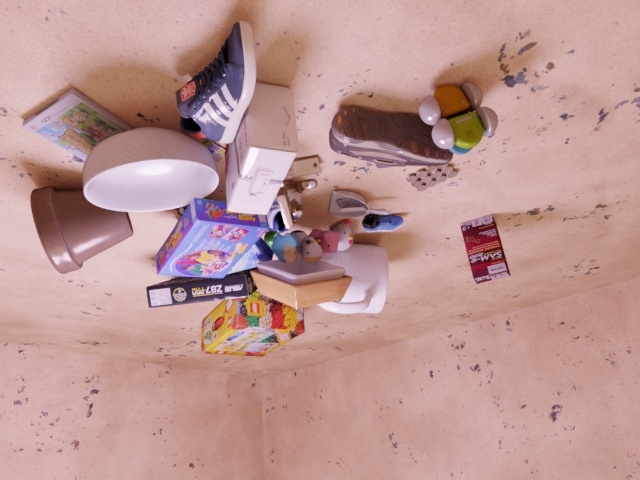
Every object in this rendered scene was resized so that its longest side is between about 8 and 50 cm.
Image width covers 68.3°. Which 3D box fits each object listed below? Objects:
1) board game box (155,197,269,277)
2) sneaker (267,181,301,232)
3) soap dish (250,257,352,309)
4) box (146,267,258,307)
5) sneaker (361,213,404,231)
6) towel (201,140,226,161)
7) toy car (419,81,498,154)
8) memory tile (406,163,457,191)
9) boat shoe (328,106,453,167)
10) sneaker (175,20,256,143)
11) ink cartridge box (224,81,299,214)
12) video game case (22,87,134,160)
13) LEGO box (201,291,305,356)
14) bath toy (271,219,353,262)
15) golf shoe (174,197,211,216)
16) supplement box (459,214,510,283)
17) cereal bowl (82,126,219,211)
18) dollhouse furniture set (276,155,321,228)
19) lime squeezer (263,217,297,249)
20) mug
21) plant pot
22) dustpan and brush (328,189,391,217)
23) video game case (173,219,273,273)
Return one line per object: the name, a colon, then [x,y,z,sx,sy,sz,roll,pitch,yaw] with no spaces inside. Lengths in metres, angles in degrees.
board game box: [-0.349,0.005,1.493,0.233,0.078,0.347,6,146,-37]
sneaker: [-0.161,-0.075,1.577,0.112,0.131,0.296,8,151,-29]
soap dish: [-0.069,0.138,1.597,0.229,0.118,0.291,-6,-170,-36]
box: [-0.455,0.185,1.922,0.395,0.097,0.318,-8,-176,4]
sneaker: [0.227,-0.069,1.735,0.152,0.058,0.084,-7,162,16]
towel: [-0.304,-0.253,1.335,0.060,0.009,0.083,-21,149,29]
toy car: [0.341,-0.297,1.194,0.159,0.182,0.136,-19,158,-5]
memory tile: [0.362,-0.211,1.537,0.148,0.012,0.113,-23,148,32]
boat shoe: [0.189,-0.270,1.295,0.355,0.132,0.130,12,159,-13]
sneaker: [-0.242,-0.338,1.051,0.148,0.131,0.350,1,152,-23]
ink cartridge box: [-0.160,-0.227,1.199,0.117,0.207,0.283,4,151,-21]
video game case: [-0.604,-0.281,1.212,0.193,0.023,0.212,-19,150,24]
LEGO box: [-0.365,0.448,2.476,0.372,0.193,0.500,11,148,-29]
bath toy: [0.000,0.000,1.678,0.348,0.151,0.129,-12,140,-45]
golf shoe: [-0.432,-0.112,1.495,0.198,0.094,0.077,17,146,-34]
supplement box: [0.629,0.033,1.809,0.130,0.239,0.073,-18,150,23]
cereal bowl: [-0.445,-0.196,1.236,0.339,0.141,0.339,-13,167,-3]
dollhouse furniture set: [-0.055,-0.143,1.388,0.123,0.151,0.144,-9,126,6]
lime squeezer: [-0.171,0.000,1.821,0.110,0.059,0.310,-28,160,-25]
mug: [0.082,0.166,1.847,0.328,0.374,0.276,5,116,-6]
plant pot: [-0.705,-0.057,1.431,0.229,0.263,0.263,-18,156,-17]
dustpan and brush: [0.139,-0.114,1.630,0.211,0.060,0.147,-2,152,-6]
video game case: [-0.339,0.006,1.669,0.244,0.061,0.269,-14,133,26]
